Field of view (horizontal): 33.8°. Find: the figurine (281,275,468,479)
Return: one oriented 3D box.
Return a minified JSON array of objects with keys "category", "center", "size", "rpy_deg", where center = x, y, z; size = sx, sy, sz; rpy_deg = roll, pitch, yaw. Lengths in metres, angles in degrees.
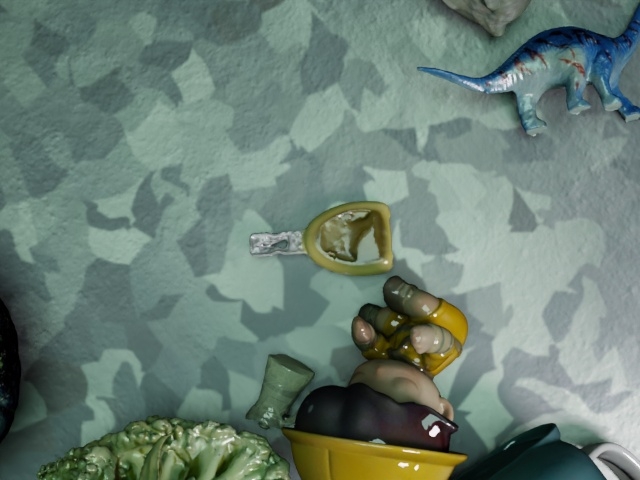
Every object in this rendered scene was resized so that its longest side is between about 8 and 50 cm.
[{"category":"figurine","center":[0.076,0.173,1.103],"size":[0.167,0.192,0.256],"rpy_deg":[44,59,-20]}]

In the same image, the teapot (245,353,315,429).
[{"category":"teapot","center":[-0.045,0.175,1.184],"size":[0.067,0.057,0.083],"rpy_deg":[29,95,29]}]

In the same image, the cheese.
[{"category":"cheese","center":[0.000,0.000,1.204],"size":[0.163,0.036,0.086],"rpy_deg":[-3,84,1]}]

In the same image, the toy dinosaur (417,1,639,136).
[{"category":"toy dinosaur","center":[0.285,-0.188,1.188],"size":[0.329,0.076,0.144],"rpy_deg":[-22,80,-9]}]

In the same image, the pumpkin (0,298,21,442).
[{"category":"pumpkin","center":[-0.474,0.142,1.111],"size":[0.315,0.238,0.315],"rpy_deg":[4,79,-21]}]

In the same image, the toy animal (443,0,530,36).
[{"category":"toy animal","center":[0.218,-0.366,1.200],"size":[0.125,0.127,0.251],"rpy_deg":[26,73,16]}]

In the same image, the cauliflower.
[{"category":"cauliflower","center":[-0.169,0.330,1.070],"size":[0.327,0.281,0.260],"rpy_deg":[-42,111,4]}]

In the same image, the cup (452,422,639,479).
[{"category":"cup","center":[0.258,0.335,1.099],"size":[0.290,0.219,0.257],"rpy_deg":[-28,84,-31]}]
